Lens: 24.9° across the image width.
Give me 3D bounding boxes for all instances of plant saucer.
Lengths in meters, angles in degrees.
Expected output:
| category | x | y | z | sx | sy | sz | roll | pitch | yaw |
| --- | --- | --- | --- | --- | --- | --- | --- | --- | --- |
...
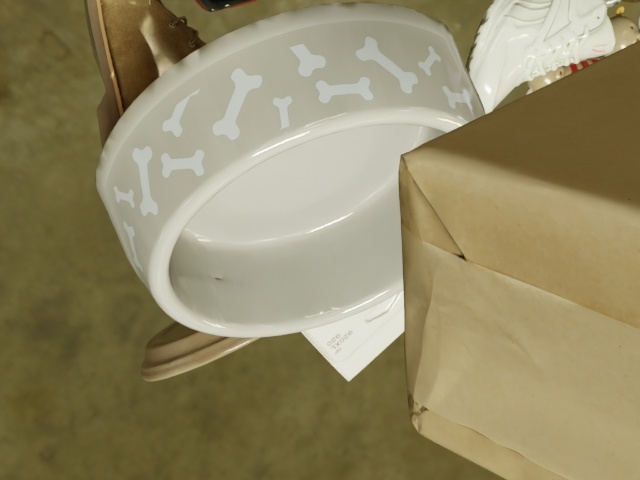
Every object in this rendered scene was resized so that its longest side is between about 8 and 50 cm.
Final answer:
| category | x | y | z | sx | sy | sz | roll | pitch | yaw |
| --- | --- | --- | --- | --- | --- | --- | --- | --- | --- |
| plant saucer | -0.111 | 0.098 | 1.856 | 0.278 | 0.278 | 0.041 | -29 | 97 | -28 |

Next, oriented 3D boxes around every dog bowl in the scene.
| category | x | y | z | sx | sy | sz | roll | pitch | yaw |
| --- | --- | --- | --- | --- | --- | --- | --- | --- | --- |
| dog bowl | -0.010 | -0.042 | 1.227 | 0.348 | 0.102 | 0.349 | -16 | 149 | -10 |

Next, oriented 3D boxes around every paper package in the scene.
| category | x | y | z | sx | sy | sz | roll | pitch | yaw |
| --- | --- | --- | --- | --- | --- | --- | --- | --- | --- |
| paper package | 0.246 | 0.018 | 0.717 | 0.325 | 0.309 | 0.168 | -27 | 129 | -41 |

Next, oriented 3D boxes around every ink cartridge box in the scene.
| category | x | y | z | sx | sy | sz | roll | pitch | yaw |
| --- | --- | --- | --- | --- | --- | --- | --- | --- | --- |
| ink cartridge box | 0.000 | 0.000 | 1.615 | 0.171 | 0.232 | 0.168 | -44 | 134 | -2 |

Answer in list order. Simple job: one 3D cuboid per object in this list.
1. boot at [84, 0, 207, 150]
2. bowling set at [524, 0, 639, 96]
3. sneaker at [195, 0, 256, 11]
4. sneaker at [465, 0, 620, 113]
| category | x | y | z | sx | sy | sz | roll | pitch | yaw |
| --- | --- | --- | --- | --- | --- | --- | --- | --- | --- |
| boot | -0.151 | -0.177 | 1.306 | 0.115 | 0.112 | 0.305 | -11 | 82 | -2 |
| bowling set | 0.310 | -0.161 | 1.454 | 0.154 | 0.200 | 0.287 | 0 | 94 | -29 |
| sneaker | 0.005 | -0.339 | 1.521 | 0.350 | 0.148 | 0.131 | -29 | 113 | 24 |
| sneaker | 0.220 | -0.199 | 1.383 | 0.232 | 0.115 | 0.090 | -53 | 166 | -25 |
